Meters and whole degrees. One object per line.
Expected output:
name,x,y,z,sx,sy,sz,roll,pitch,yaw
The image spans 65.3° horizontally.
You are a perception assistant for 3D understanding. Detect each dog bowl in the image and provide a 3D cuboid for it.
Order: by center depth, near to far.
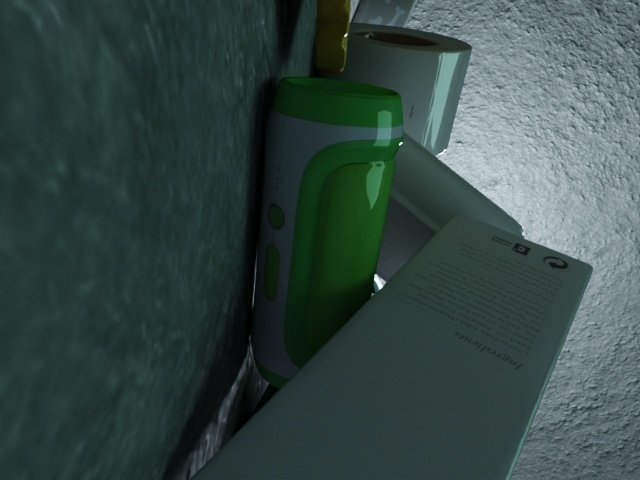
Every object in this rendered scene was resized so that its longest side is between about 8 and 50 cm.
dog bowl,0.133,-0.507,1.080,0.349,0.102,0.348,-158,-90,-84

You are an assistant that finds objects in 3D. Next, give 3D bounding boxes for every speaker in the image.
speaker,0.000,0.000,0.492,0.131,0.131,0.296,-76,174,-67

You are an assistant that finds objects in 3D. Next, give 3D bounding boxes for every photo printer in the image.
photo printer,0.101,-0.042,0.734,0.107,0.308,0.256,-50,179,-21

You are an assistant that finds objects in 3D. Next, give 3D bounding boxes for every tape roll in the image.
tape roll,0.113,-0.258,0.843,0.246,0.246,0.169,-78,176,-59

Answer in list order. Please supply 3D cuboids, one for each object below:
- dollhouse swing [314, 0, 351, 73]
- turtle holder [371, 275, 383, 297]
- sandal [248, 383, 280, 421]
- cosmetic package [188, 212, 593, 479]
dollhouse swing,0.123,-0.362,0.459,0.346,0.315,0.304,95,-16,-62
turtle holder,0.033,0.186,1.222,0.320,0.243,0.227,-26,118,-38
sandal,0.006,0.214,0.714,0.446,0.107,0.167,-22,130,-71
cosmetic package,0.084,0.178,0.455,0.453,0.162,0.230,-36,143,-46
